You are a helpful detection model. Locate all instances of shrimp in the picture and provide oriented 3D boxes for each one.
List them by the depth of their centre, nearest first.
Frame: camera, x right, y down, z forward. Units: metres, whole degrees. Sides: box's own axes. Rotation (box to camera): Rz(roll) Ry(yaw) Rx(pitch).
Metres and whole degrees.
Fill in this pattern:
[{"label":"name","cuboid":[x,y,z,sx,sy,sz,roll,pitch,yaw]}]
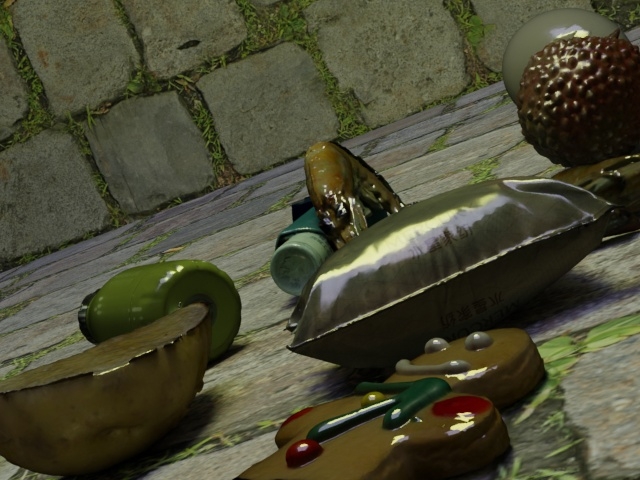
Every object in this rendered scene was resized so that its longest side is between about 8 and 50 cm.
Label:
[{"label":"shrimp","cuboid":[0.239,-0.030,1.069,0.145,0.059,0.254,-33,13,-39]},{"label":"shrimp","cuboid":[0.052,-0.037,1.350,0.058,0.173,0.253,-49,26,20]}]

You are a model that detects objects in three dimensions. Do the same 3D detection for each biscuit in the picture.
[{"label":"biscuit","cuboid":[0.024,0.123,0.716,0.301,0.049,0.197,-28,12,-36]}]

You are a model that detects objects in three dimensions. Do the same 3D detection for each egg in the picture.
[{"label":"egg","cuboid":[0.371,-0.258,1.737,0.176,0.176,0.232,-24,15,-13]}]

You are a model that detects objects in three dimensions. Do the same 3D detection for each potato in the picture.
[{"label":"potato","cuboid":[-0.160,0.129,0.975,0.243,0.098,0.138,-21,10,-36]}]

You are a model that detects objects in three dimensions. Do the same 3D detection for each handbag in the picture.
[{"label":"handbag","cuboid":[0.093,0.024,0.938,0.270,0.117,0.182,-24,0,-3]}]

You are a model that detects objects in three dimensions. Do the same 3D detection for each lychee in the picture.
[{"label":"lychee","cuboid":[0.315,-0.173,1.380,0.165,0.165,0.197,-14,53,44]}]

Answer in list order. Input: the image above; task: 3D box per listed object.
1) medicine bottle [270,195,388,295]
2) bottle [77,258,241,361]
[{"label":"medicine bottle","cuboid":[0.000,0.000,1.409,0.124,0.079,0.258,-11,13,21]},{"label":"bottle","cuboid":[-0.189,0.082,1.278,0.112,0.112,0.260,-28,10,-31]}]
